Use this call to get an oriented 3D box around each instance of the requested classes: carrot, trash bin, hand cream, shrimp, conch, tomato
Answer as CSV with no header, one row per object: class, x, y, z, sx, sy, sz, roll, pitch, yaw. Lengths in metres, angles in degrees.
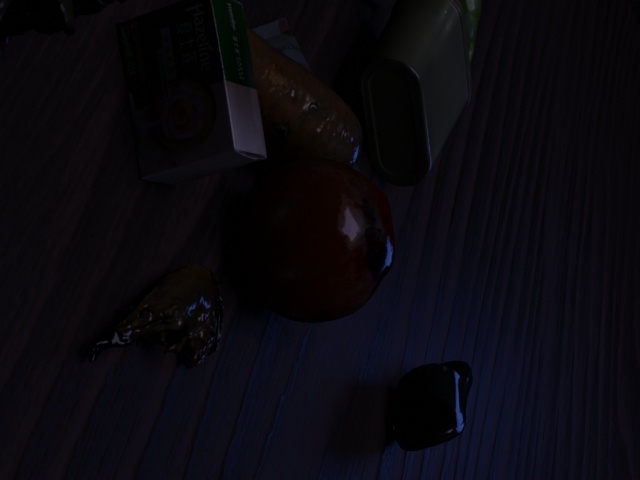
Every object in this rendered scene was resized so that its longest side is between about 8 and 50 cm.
carrot,-0.062,-0.181,1.885,0.302,0.139,0.138,45,40,-44
trash bin,0.149,-0.242,2.304,0.247,0.121,0.243,-62,150,-49
hand cream,-0.004,-0.150,2.059,0.124,0.078,0.340,-36,105,-61
shrimp,-0.163,0.104,1.618,0.262,0.066,0.117,-41,114,-59
conch,0.257,-0.421,2.690,0.095,0.080,0.200,-64,152,-70
tomato,0.000,0.000,1.852,0.208,0.184,0.208,40,42,-49

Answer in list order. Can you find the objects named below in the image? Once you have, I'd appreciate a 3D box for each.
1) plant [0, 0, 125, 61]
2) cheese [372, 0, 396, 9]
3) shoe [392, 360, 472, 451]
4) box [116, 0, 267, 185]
plant,-0.288,-0.295,1.408,0.213,0.215,0.312,58,35,-25
cheese,0.078,-0.536,2.345,0.265,0.124,0.242,35,51,-52
shoe,0.158,0.219,2.148,0.093,0.108,0.241,67,21,-15
box,-0.149,-0.175,1.705,0.081,0.135,0.199,4,73,-62
